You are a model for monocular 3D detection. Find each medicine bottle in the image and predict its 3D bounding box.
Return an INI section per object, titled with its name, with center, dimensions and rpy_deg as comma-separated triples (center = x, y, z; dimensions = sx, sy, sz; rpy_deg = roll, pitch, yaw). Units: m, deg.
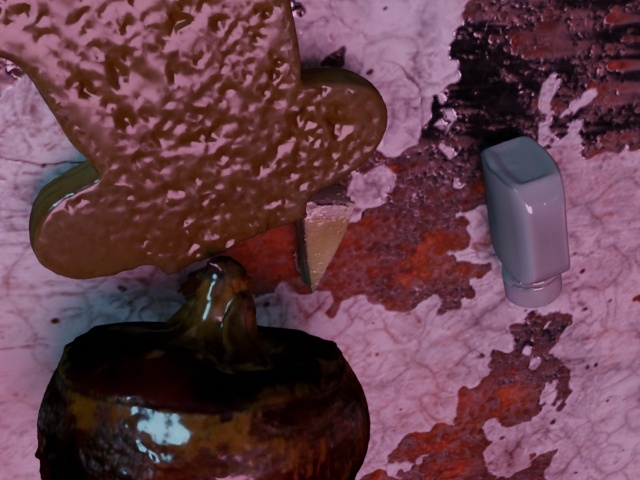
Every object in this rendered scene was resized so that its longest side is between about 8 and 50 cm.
[medicine bottle]
center = 0.225, -0.014, 1.395
dimensions = 0.069, 0.119, 0.183
rpy_deg = -19, 128, -10

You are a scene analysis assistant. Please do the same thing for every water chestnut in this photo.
[water chestnut]
center = -0.117, 0.164, 1.284
dimensions = 0.350, 0.350, 0.302
rpy_deg = -3, 103, -19

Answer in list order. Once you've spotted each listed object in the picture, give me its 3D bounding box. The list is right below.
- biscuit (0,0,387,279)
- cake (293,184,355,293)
[biscuit]
center = -0.150, -0.155, 1.195
dimensions = 0.368, 0.076, 0.394
rpy_deg = -26, 125, -2
[cake]
center = 0.000, 0.000, 1.364
dimensions = 0.065, 0.052, 0.121
rpy_deg = -11, 125, -16
